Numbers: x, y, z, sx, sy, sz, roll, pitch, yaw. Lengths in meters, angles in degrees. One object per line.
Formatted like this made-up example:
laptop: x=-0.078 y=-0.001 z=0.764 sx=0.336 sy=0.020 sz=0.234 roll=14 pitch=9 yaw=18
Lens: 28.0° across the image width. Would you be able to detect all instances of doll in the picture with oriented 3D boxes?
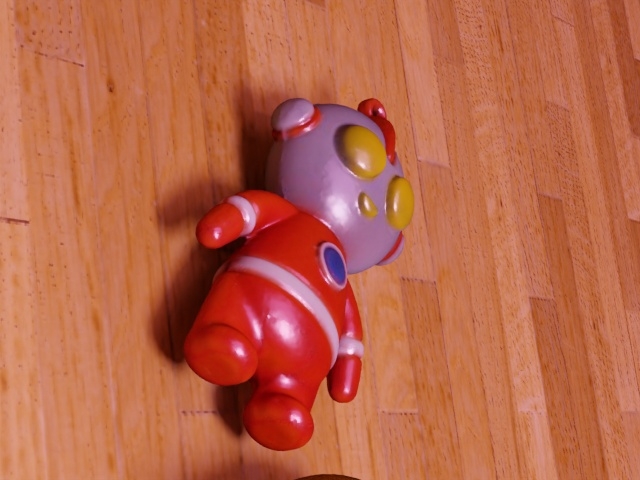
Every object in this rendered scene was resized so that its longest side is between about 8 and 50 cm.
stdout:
doll: x=0.000 y=0.000 z=1.008 sx=0.200 sy=0.105 sz=0.336 roll=53 pitch=41 yaw=-27

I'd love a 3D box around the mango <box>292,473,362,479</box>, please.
mango: x=-0.001 y=0.299 z=0.820 sx=0.221 sy=0.199 sz=0.384 roll=48 pitch=29 yaw=-21
